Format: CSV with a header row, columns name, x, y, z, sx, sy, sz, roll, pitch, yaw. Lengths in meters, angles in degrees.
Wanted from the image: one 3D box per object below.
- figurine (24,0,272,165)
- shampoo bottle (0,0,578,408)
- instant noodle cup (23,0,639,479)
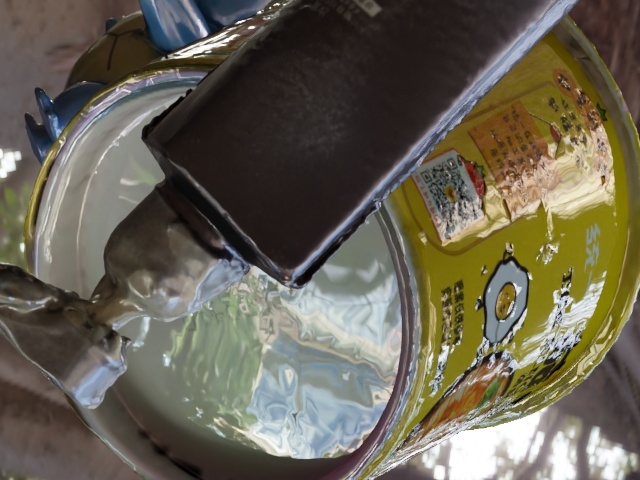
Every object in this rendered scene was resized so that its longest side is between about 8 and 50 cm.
name,x,y,z,sx,sy,sz,roll,pitch,yaw
figurine,-0.198,-0.166,1.695,0.242,0.298,0.416,18,-102,-4
shampoo bottle,-0.002,-0.037,0.417,0.207,0.057,0.063,-44,-77,-5
instant noodle cup,0.000,0.000,0.896,0.325,0.326,0.254,28,-154,22
